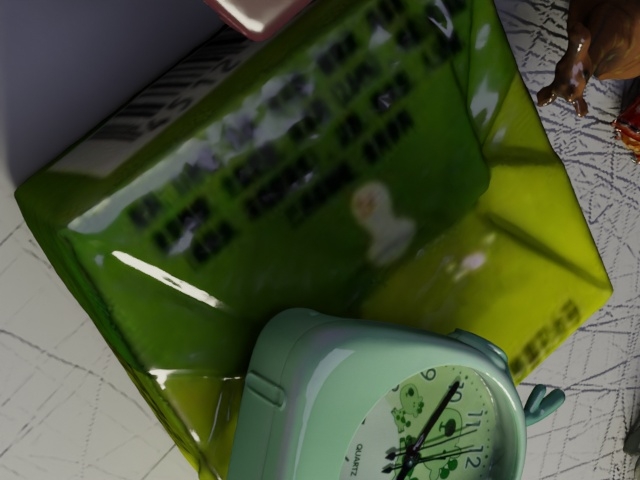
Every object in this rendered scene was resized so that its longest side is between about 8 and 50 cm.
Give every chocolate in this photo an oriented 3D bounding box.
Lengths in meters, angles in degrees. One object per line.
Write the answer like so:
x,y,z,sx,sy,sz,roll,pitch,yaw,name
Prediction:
0.000,0.000,0.982,0.301,0.137,0.288,-40,122,-18,chocolate

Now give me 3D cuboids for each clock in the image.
0.050,0.123,0.925,0.211,0.066,0.159,7,101,-35,clock

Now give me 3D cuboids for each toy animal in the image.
0.191,-0.151,1.054,0.224,0.066,0.229,74,38,-68,toy animal

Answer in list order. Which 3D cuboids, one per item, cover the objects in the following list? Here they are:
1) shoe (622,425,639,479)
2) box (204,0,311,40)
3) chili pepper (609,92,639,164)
0.283,0.157,1.245,0.126,0.099,0.227,-12,114,-35,shoe
-0.069,-0.250,0.815,0.167,0.193,0.294,-44,125,11,box
0.270,-0.112,1.183,0.073,0.070,0.123,37,82,-19,chili pepper
